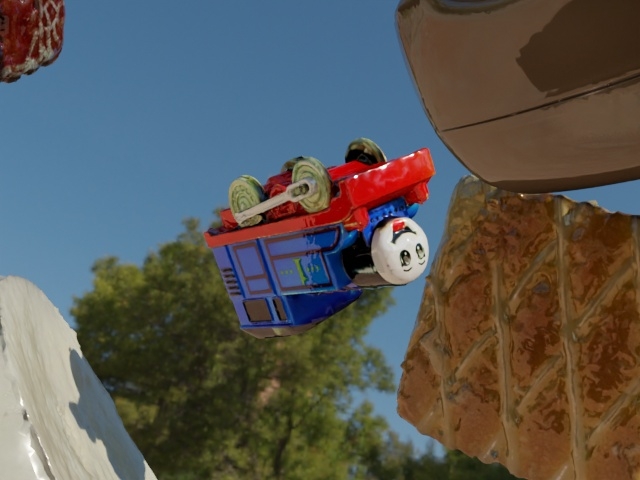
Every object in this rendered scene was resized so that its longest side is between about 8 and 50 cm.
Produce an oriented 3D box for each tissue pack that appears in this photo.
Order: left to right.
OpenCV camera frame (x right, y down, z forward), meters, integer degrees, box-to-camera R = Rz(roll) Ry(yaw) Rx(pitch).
[{"bbox_3d":[0.278,-0.188,0.777,0.387,0.267,0.276,-14,-71,53],"label":"tissue pack"}]

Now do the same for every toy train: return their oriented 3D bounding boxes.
[{"bbox_3d":[0.000,0.000,0.647,0.083,0.131,0.204,-22,7,-35],"label":"toy train"}]

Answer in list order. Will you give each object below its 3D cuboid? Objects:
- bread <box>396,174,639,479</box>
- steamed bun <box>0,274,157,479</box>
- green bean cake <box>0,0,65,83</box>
[{"bbox_3d":[0.343,0.134,1.189,0.371,0.390,0.279,17,9,32],"label":"bread"},{"bbox_3d":[-0.223,0.184,0.538,0.206,0.324,0.324,-29,-23,-7],"label":"steamed bun"},{"bbox_3d":[-0.414,-0.293,1.072,0.097,0.233,0.198,18,-63,17],"label":"green bean cake"}]
